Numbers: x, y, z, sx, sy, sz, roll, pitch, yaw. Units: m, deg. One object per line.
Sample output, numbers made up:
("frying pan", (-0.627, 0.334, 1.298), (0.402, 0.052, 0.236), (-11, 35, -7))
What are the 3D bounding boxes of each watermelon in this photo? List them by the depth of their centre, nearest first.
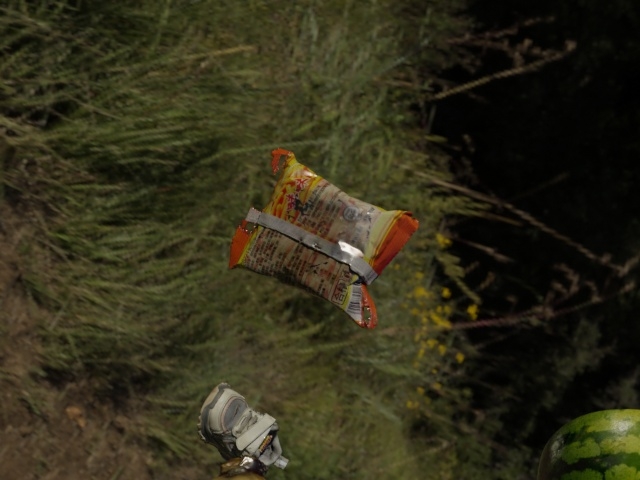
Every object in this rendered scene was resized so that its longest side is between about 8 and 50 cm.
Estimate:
("watermelon", (0.407, 0.321, 1.348), (0.128, 0.303, 0.159), (-46, 124, -50))

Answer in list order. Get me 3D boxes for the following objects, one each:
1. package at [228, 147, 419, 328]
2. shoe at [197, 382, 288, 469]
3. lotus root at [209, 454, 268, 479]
("package", (0.002, -0.007, 1.712), (0.108, 0.288, 0.223), (54, 60, -80))
("shoe", (-0.114, 0.292, 1.553), (0.089, 0.092, 0.180), (-55, 143, -26))
("lotus root", (-0.113, 0.364, 1.130), (0.140, 0.154, 0.257), (30, 55, -36))
